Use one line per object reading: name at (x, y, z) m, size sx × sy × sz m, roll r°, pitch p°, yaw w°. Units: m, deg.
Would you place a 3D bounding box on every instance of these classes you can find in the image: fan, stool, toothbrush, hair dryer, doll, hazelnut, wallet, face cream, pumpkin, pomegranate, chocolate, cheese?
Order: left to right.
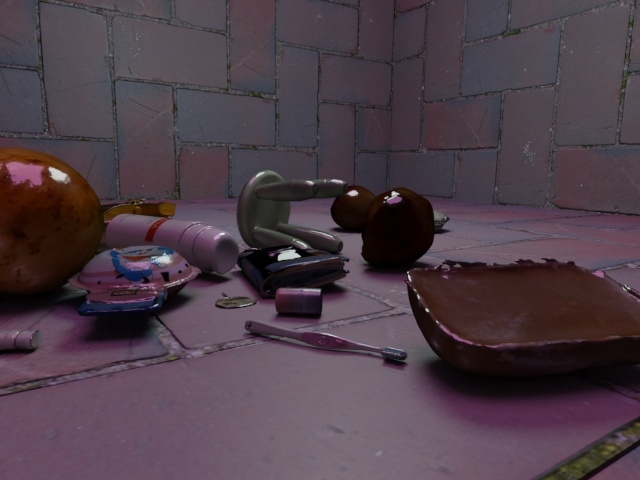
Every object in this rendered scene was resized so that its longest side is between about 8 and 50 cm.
face cream at (-0.368, 0.110, 0.504) m, size 0.115 × 0.020 × 0.038 m, roll -2°, pitch 10°, yaw -4°
pomegranate at (-0.454, -0.022, 0.705) m, size 0.248 × 0.248 × 0.248 m, roll 1°, pitch 9°, yaw 0°
pumpkin at (-0.594, -0.082, 1.462) m, size 0.258 × 0.095 × 0.290 m, roll -7°, pitch 8°, yaw -24°
cheese at (-0.269, 0.059, 0.670) m, size 0.188 × 0.074 × 0.286 m, roll -3°, pitch 11°, yaw -13°
face cream at (-0.299, 0.005, 0.926) m, size 0.345 × 0.102 × 0.102 m, roll 6°, pitch 10°, yaw 36°
fan at (-0.138, 0.091, 0.701) m, size 0.080 × 0.003 × 0.060 m, roll 7°, pitch 10°, yaw 30°
wallet at (-0.057, 0.040, 0.839) m, size 0.170 × 0.069 × 0.231 m, roll -8°, pitch 10°, yaw -21°
stool at (-0.065, -0.058, 1.079) m, size 0.198 × 0.195 × 0.195 m, roll 12°, pitch 13°, yaw 31°
hair dryer at (-0.024, 0.084, 0.685) m, size 0.063 × 0.037 × 0.114 m, roll 1°, pitch 1°, yaw 8°
toothbrush at (0.000, 0.114, 0.534) m, size 0.204 × 0.017 × 0.022 m, roll 6°, pitch -9°, yaw 25°
chocolate at (0.120, -0.099, 1.526) m, size 0.176 × 0.177 × 0.177 m, roll 1°, pitch 9°, yaw 0°
hazelnut at (0.156, -0.032, 0.975) m, size 0.160 × 0.170 × 0.201 m, roll 6°, pitch 0°, yaw 34°
doll at (0.356, -0.065, 1.529) m, size 0.103 × 0.072 × 0.214 m, roll 7°, pitch 14°, yaw 41°
chocolate at (0.222, 0.091, 0.500) m, size 0.261 × 0.083 × 0.161 m, roll -1°, pitch 26°, yaw -7°

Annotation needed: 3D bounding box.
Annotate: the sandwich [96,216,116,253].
sandwich at (-0.479, -0.009, 1.067) m, size 0.163 × 0.079 × 0.113 m, roll 3°, pitch 11°, yaw 1°
